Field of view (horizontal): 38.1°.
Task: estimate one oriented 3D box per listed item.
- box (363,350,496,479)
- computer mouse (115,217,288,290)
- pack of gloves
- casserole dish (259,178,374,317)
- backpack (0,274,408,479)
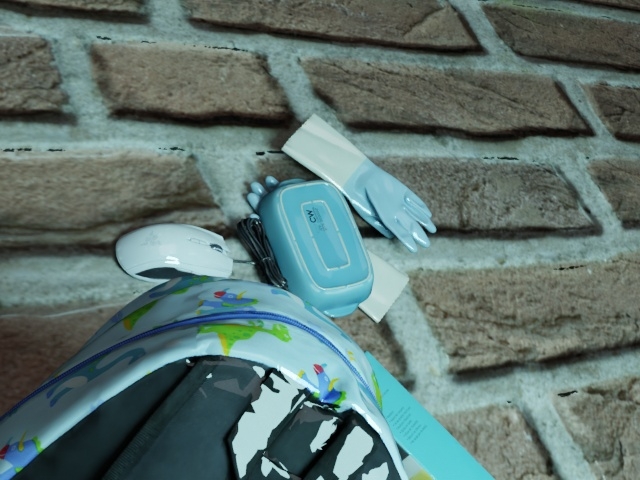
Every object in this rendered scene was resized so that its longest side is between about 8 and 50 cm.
[{"bbox_3d":[0.095,0.236,0.944,0.244,0.100,0.060,44,43,7],"label":"box"},{"bbox_3d":[-0.129,0.014,1.028,0.193,0.042,0.106,2,54,-33],"label":"computer mouse"},{"bbox_3d":[0.024,-0.026,1.181,0.232,0.046,0.195,39,56,1],"label":"pack of gloves"},{"bbox_3d":[0.000,0.000,1.108,0.114,0.037,0.188,-11,67,-28],"label":"casserole dish"},{"bbox_3d":[-0.111,0.187,0.604,0.290,0.355,0.273,40,22,-12],"label":"backpack"}]
